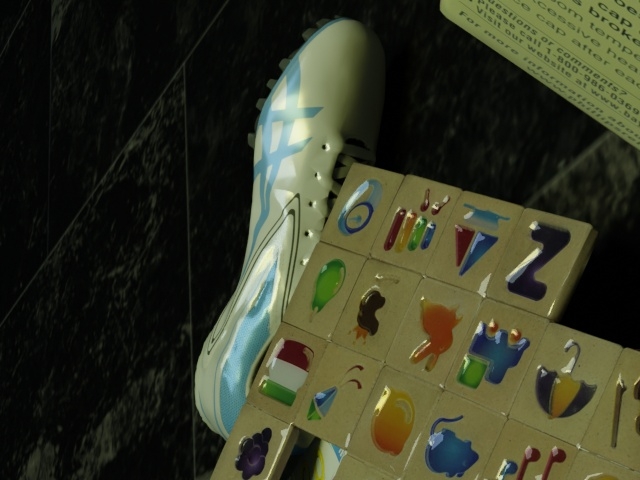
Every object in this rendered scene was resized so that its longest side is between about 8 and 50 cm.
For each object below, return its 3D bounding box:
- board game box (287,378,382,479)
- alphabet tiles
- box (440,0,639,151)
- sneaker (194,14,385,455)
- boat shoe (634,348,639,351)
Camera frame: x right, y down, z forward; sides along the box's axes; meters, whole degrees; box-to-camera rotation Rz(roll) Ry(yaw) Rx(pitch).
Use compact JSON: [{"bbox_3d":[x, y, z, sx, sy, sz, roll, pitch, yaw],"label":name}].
[{"bbox_3d":[0.021,0.273,0.722,0.302,0.086,0.308,-61,31,36],"label":"board game box"},{"bbox_3d":[0.042,0.077,0.661,0.237,0.009,0.198,19,83,54],"label":"alphabet tiles"},{"bbox_3d":[0.136,-0.137,0.365,0.213,0.117,0.243,-53,-8,-8],"label":"box"},{"bbox_3d":[0.000,0.000,0.897,0.086,0.085,0.237,15,92,40],"label":"sneaker"},{"bbox_3d":[0.140,0.075,0.585,0.137,0.043,0.049,46,121,59],"label":"boat shoe"}]
